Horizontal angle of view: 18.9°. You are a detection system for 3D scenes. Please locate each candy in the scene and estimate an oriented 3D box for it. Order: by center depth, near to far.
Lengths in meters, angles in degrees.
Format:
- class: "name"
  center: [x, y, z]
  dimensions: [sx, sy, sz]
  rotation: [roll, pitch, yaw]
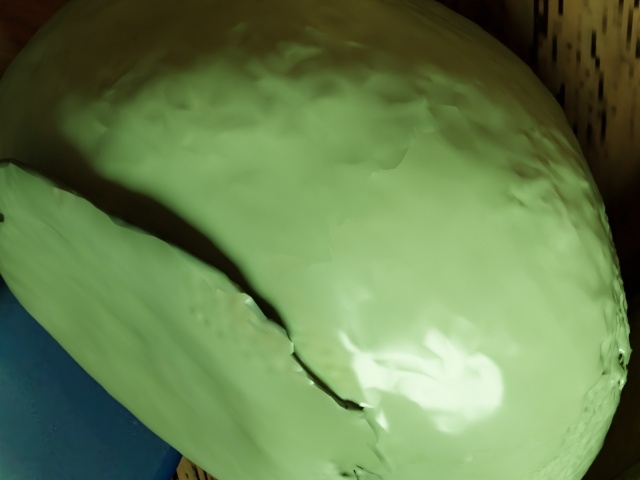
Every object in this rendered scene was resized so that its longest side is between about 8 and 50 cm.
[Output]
- class: "candy"
  center: [0.000, 0.000, 0.753]
  dimensions: [0.295, 0.185, 0.295]
  rotation: [36, 164, 13]

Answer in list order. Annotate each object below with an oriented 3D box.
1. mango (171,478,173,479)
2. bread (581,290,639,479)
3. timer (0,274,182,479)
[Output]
- class: "mango"
  center: [-0.177, 0.191, 1.182]
  dimensions: [0.195, 0.142, 0.331]
  rotation: [30, 145, -14]
- class: "bread"
  center: [0.214, 0.156, 0.777]
  dimensions: [0.279, 0.207, 0.279]
  rotation: [32, 145, -18]
- class: "timer"
  center: [-0.254, -0.009, 0.848]
  dimensions: [0.270, 0.270, 0.383]
  rotation: [-3, 135, 38]
